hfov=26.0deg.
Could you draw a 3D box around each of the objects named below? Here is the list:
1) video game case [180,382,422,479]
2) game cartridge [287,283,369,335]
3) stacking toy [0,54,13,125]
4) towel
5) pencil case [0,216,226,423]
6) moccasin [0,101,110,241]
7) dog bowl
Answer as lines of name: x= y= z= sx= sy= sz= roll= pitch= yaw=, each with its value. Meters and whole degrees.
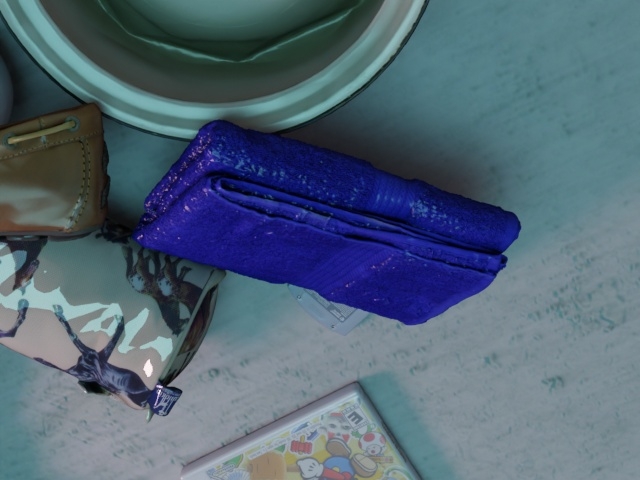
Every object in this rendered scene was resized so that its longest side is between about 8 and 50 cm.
video game case: x=-0.006 y=0.285 z=1.523 sx=0.227 sy=0.026 sz=0.206 roll=-28 pitch=109 yaw=14
game cartridge: x=0.009 y=0.058 z=1.433 sx=0.083 sy=0.017 sz=0.056 roll=42 pitch=105 yaw=-14
stacking toy: x=-0.439 y=-0.263 z=1.214 sx=0.351 sy=0.350 sz=0.480 roll=-31 pitch=126 yaw=15
towel: x=0.000 y=0.000 z=1.285 sx=0.308 sy=0.076 sz=0.227 roll=17 pitch=151 yaw=-18
pencil case: x=-0.310 y=0.033 z=1.362 sx=0.410 sy=0.160 sz=0.183 roll=23 pitch=99 yaw=-7
moccasin: x=-0.374 y=-0.065 z=1.187 sx=0.380 sy=0.139 sz=0.147 roll=-3 pitch=102 yaw=0
dog bowl: x=-0.092 y=-0.299 z=1.215 sx=0.408 sy=0.150 sz=0.408 roll=1 pitch=113 yaw=3
